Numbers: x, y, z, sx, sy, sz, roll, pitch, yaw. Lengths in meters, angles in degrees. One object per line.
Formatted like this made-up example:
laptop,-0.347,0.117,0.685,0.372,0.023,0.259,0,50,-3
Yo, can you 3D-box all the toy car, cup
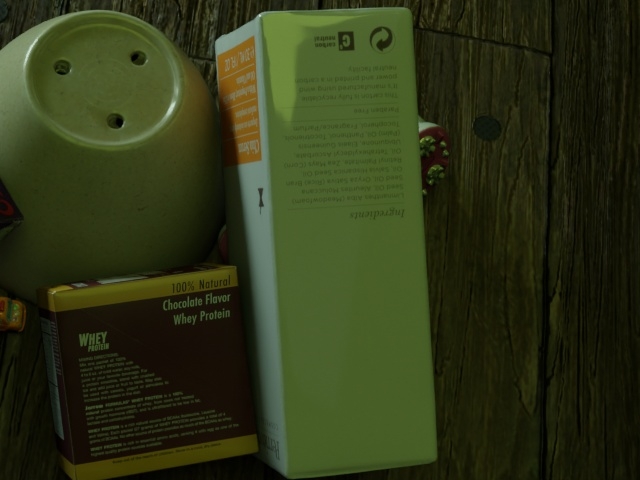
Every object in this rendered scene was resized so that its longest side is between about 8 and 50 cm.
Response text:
toy car,-0.359,0.108,1.688,0.060,0.040,0.122,23,62,-3
cup,-0.245,-0.115,1.711,0.331,0.237,0.331,5,65,-11

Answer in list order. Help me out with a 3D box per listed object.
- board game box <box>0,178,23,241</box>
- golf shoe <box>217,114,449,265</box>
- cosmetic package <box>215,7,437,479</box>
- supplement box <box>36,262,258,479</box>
board game box,-0.471,-0.101,1.677,0.056,0.208,0.347,-11,64,-56
golf shoe,0.000,-0.065,1.836,0.306,0.115,0.140,-28,50,-20
cosmetic package,0.000,0.000,1.632,0.161,0.230,0.453,-4,91,-15
supplement box,-0.181,0.132,1.634,0.191,0.129,0.194,-8,93,-17
